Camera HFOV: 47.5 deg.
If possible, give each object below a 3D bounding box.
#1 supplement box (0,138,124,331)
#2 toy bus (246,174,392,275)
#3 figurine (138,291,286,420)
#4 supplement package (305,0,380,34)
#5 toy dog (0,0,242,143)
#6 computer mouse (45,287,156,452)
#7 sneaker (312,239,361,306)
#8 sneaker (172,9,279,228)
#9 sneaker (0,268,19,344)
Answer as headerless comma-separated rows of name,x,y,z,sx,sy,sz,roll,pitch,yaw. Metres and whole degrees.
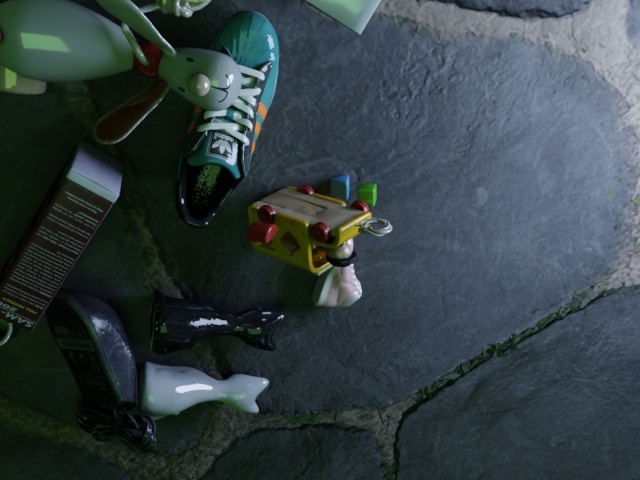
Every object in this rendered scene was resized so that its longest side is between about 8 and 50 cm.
supplement box,-0.363,-0.009,1.001,0.073,0.130,0.239,30,106,-23
toy bus,-0.006,-0.005,1.037,0.190,0.202,0.104,-4,118,-3
figurine,-0.174,0.193,1.166,0.209,0.092,0.215,6,115,-18
supplement package,0.002,-0.348,0.839,0.133,0.244,0.139,26,109,-21
toy dog,-0.275,-0.227,0.858,0.333,0.161,0.220,-4,110,10
computer mouse,-0.334,0.185,1.116,0.188,0.072,0.272,3,116,38
sneaker,0.040,0.051,1.154,0.070,0.051,0.134,13,116,-18
sneaker,-0.124,-0.152,0.981,0.108,0.121,0.302,14,112,-17
sneaker,-0.492,0.069,1.038,0.064,0.086,0.192,-25,118,2
